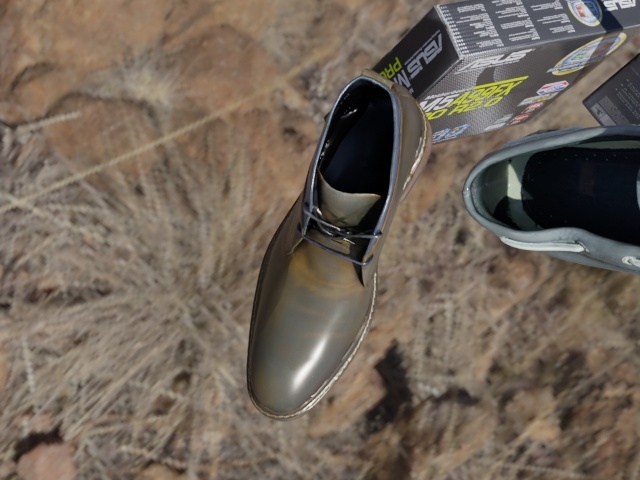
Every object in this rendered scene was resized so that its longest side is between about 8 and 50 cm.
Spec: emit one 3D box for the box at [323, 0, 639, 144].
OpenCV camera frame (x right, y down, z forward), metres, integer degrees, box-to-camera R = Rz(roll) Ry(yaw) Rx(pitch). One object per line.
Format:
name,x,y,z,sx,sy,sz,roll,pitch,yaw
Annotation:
box,0.166,-0.169,1.315,0.270,0.216,0.060,-16,76,-36

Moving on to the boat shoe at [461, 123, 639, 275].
boat shoe,0.222,-0.017,0.797,0.099,0.319,0.116,-5,101,-41

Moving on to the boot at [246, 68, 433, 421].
boot,0.000,0.000,0.785,0.082,0.106,0.219,19,83,13

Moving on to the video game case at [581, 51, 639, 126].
video game case,0.364,-0.101,1.268,0.026,0.274,0.196,-39,87,-12
